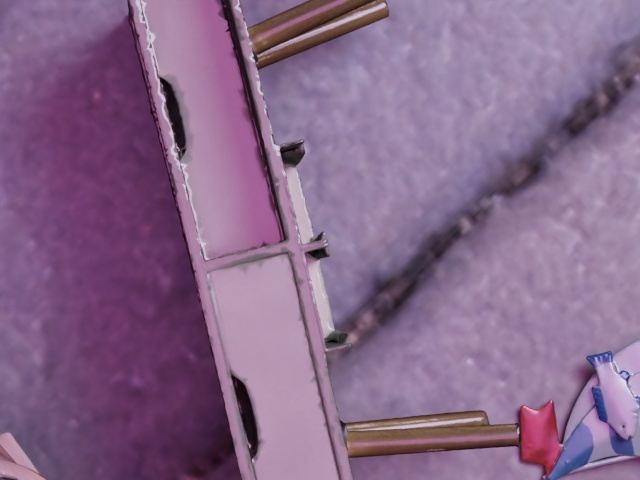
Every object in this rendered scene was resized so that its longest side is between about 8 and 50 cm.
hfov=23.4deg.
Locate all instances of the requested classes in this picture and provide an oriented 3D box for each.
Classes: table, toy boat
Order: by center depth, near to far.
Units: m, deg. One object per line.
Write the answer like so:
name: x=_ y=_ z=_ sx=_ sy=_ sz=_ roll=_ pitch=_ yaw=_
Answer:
table: x=0.000 y=0.000 z=0.628 sx=0.111 sy=0.121 sz=0.240 roll=-13 pitch=89 yaw=-5
toy boat: x=0.167 y=0.063 z=0.692 sx=0.149 sy=0.034 sz=0.105 roll=8 pitch=90 yaw=8

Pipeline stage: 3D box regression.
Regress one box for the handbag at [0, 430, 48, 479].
handbag: x=-0.201 y=0.121 z=0.573 sx=0.205 sy=0.116 sz=0.179 roll=-31 pitch=135 yaw=-14
